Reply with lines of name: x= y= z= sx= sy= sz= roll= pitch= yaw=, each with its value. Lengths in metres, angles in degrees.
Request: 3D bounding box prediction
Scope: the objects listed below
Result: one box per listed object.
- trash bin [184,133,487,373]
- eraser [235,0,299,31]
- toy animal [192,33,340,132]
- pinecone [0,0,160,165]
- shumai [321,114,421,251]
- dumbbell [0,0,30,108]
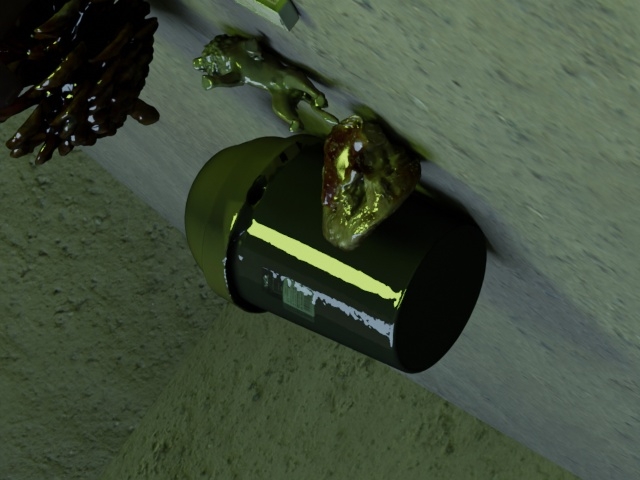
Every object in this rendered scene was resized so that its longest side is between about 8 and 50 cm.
trash bin: x=0.000 y=0.000 z=1.747 sx=0.334 sy=0.214 sz=0.214 roll=22 pitch=167 yaw=30
eraser: x=-0.059 y=-0.213 z=1.378 sx=0.083 sy=0.019 sz=0.038 roll=33 pitch=174 yaw=23
toy animal: x=-0.056 y=-0.158 z=1.548 sx=0.086 sy=0.069 sz=0.220 roll=12 pitch=-162 yaw=-47
pinecone: x=-0.297 y=-0.218 z=1.650 sx=0.309 sy=0.244 sz=0.244 roll=47 pitch=171 yaw=-6
shumai: x=0.033 y=-0.060 z=1.570 sx=0.105 sy=0.123 sz=0.139 roll=47 pitch=-174 yaw=2
dumbbell: x=-0.268 y=-0.236 z=1.381 sx=0.140 sy=0.225 sz=0.124 roll=39 pitch=174 yaw=-38
